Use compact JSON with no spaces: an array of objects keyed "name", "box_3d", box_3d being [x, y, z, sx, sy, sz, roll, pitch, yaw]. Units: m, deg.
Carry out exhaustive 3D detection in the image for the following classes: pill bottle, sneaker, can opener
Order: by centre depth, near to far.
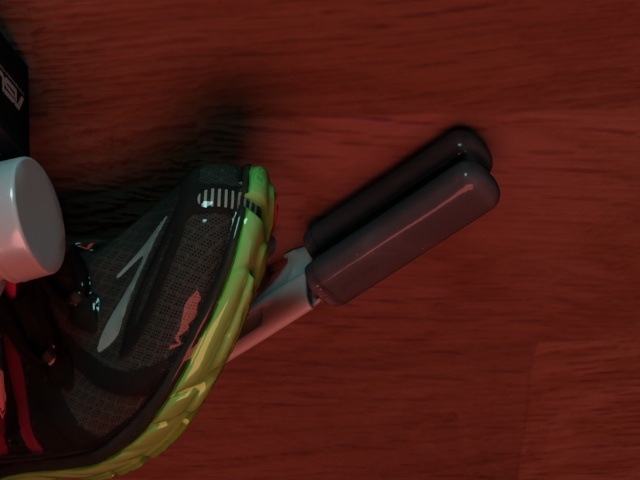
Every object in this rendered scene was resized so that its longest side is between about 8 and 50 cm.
[{"name":"pill bottle","box_3d":[-0.271,0.004,1.016,0.180,0.108,0.108,-13,131,12]},{"name":"sneaker","box_3d":[-0.222,0.074,1.122,0.483,0.185,0.202,-31,122,33]},{"name":"can opener","box_3d":[0.000,0.000,1.161,0.283,0.076,0.095,-34,126,24]}]

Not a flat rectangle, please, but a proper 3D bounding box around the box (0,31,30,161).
[{"name":"box","box_3d":[-0.397,-0.136,0.916,0.318,0.097,0.395,-10,155,8]}]
